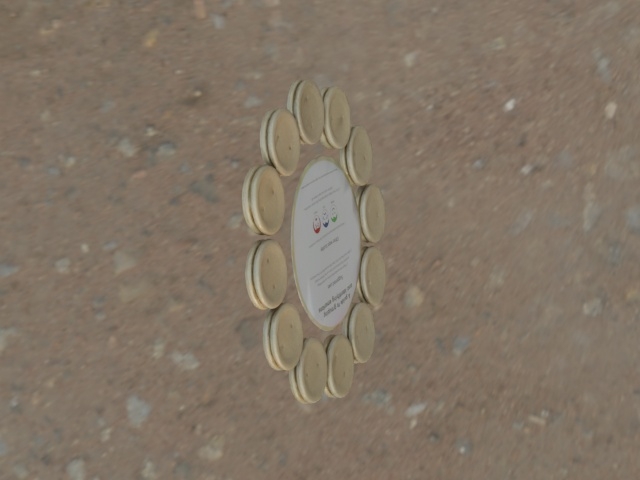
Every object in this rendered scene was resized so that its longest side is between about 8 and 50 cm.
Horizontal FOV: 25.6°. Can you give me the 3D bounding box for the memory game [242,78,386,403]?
[{"bbox_3d":[0.000,0.000,0.795,0.012,0.186,0.186,-2,101,23],"label":"memory game"}]
